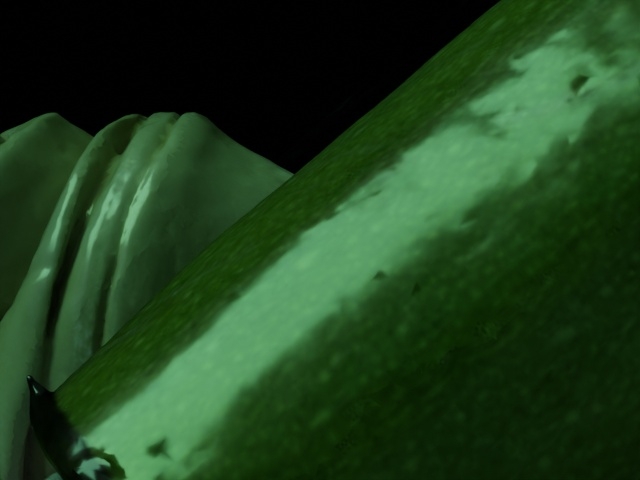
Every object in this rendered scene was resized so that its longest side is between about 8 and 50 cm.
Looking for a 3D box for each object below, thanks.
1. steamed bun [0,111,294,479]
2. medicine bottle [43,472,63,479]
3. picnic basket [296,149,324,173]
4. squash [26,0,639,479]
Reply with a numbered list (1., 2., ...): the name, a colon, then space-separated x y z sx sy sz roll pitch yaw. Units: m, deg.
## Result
1. steamed bun: -0.149 0.052 1.001 0.289 0.203 0.276 0 74 33
2. medicine bottle: -0.208 0.284 0.860 0.325 0.212 0.212 -34 9 5
3. picnic basket: 0.000 0.000 1.771 0.297 0.129 0.222 -41 8 -24
4. squash: 0.100 0.047 0.755 0.384 0.263 0.263 -40 9 -9
